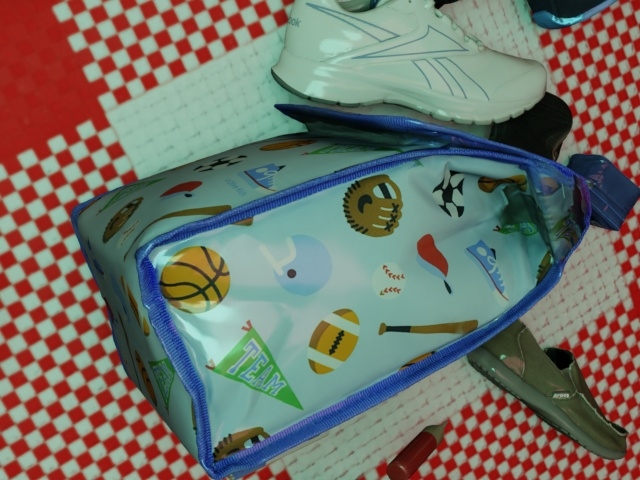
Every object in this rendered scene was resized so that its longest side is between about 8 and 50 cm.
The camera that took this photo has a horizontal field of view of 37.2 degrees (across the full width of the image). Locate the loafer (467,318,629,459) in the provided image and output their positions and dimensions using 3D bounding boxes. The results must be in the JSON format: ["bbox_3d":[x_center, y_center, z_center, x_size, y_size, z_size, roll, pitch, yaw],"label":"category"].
[{"bbox_3d":[0.291,0.178,1.140,0.251,0.094,0.087,37,86,-23],"label":"loafer"}]

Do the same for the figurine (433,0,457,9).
[{"bbox_3d":[0.114,-0.332,0.934,0.092,0.209,0.215,-44,111,-12],"label":"figurine"}]

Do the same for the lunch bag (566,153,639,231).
[{"bbox_3d":[0.327,-0.056,1.139,0.098,0.067,0.065,35,82,-22],"label":"lunch bag"}]

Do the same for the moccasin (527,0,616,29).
[{"bbox_3d":[0.374,-0.372,1.083,0.342,0.138,0.117,-37,105,-16],"label":"moccasin"}]

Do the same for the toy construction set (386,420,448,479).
[{"bbox_3d":[0.095,0.338,1.035,0.237,0.257,0.309,-21,132,-64],"label":"toy construction set"}]

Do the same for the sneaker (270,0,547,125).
[{"bbox_3d":[0.103,-0.194,0.974,0.297,0.111,0.129,5,110,-17],"label":"sneaker"}]

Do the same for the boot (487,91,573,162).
[{"bbox_3d":[0.207,-0.056,1.075,0.085,0.236,0.178,22,131,6],"label":"boot"}]

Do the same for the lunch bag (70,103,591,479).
[{"bbox_3d":[0.000,0.000,0.869,0.385,0.328,0.239,-20,106,-18],"label":"lunch bag"}]

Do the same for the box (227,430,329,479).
[{"bbox_3d":[-0.051,0.195,1.033,0.136,0.028,0.081,-22,105,-17],"label":"box"}]
